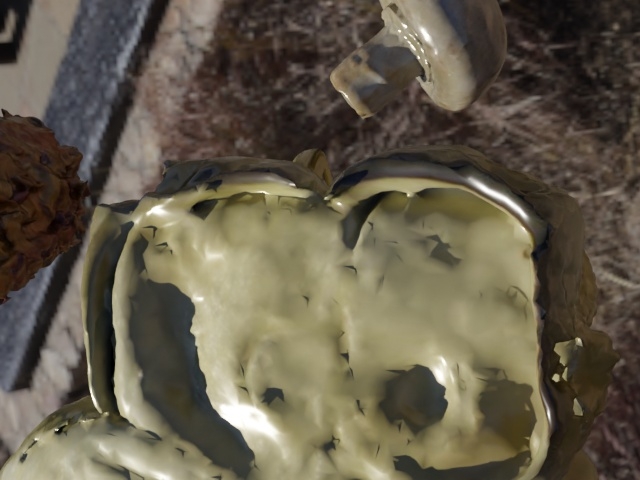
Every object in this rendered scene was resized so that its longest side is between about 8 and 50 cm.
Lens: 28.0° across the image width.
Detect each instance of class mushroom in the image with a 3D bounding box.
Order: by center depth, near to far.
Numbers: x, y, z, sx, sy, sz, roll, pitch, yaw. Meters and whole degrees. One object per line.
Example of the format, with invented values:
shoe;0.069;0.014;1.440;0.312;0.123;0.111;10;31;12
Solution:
mushroom;0.116;-0.240;1.493;0.209;0.206;0.206;-18;83;27

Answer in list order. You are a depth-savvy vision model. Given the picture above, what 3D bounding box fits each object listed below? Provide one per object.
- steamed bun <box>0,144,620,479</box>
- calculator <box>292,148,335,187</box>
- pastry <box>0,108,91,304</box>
steamed bun;-0.001;0.063;0.375;0.192;0.106;0.177;-2;90;27
calculator;0.000;0.000;1.075;0.235;0.032;0.146;-75;-27;-74
pastry;-0.145;-0.011;0.487;0.087;0.169;0.063;33;123;7
